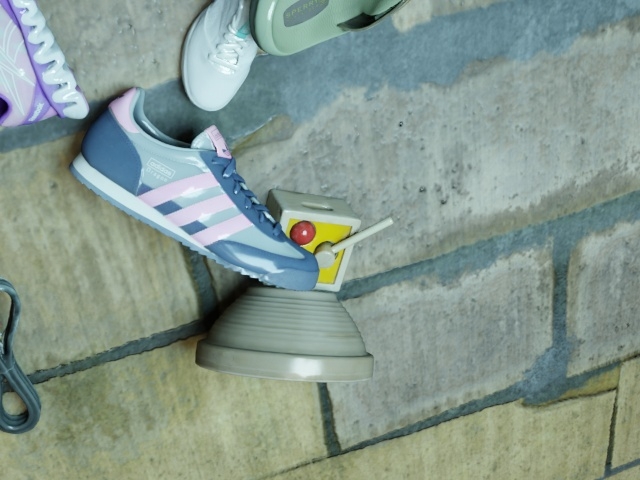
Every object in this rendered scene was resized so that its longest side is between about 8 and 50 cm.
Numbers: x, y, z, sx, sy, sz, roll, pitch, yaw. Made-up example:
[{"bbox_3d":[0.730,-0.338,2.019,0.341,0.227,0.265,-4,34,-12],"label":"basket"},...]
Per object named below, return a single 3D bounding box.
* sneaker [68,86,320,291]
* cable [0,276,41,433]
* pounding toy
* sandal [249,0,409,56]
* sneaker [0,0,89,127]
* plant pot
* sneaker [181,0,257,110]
[{"bbox_3d":[-0.121,-0.056,0.780,0.319,0.112,0.131,29,99,-12],"label":"sneaker"},{"bbox_3d":[-0.414,0.130,0.852,0.139,0.072,0.287,-22,132,-5],"label":"cable"},{"bbox_3d":[0.000,0.000,0.895,0.141,0.100,0.130,7,114,-22],"label":"pounding toy"},{"bbox_3d":[0.057,-0.282,0.736,0.303,0.086,0.120,-40,140,-23],"label":"sandal"},{"bbox_3d":[-0.319,-0.203,0.651,0.104,0.095,0.236,-26,136,-12],"label":"sneaker"},{"bbox_3d":[-0.044,0.119,0.894,0.237,0.237,0.109,6,85,-23],"label":"plant pot"},{"bbox_3d":[-0.090,-0.237,0.741,0.080,0.094,0.212,19,108,-27],"label":"sneaker"}]
